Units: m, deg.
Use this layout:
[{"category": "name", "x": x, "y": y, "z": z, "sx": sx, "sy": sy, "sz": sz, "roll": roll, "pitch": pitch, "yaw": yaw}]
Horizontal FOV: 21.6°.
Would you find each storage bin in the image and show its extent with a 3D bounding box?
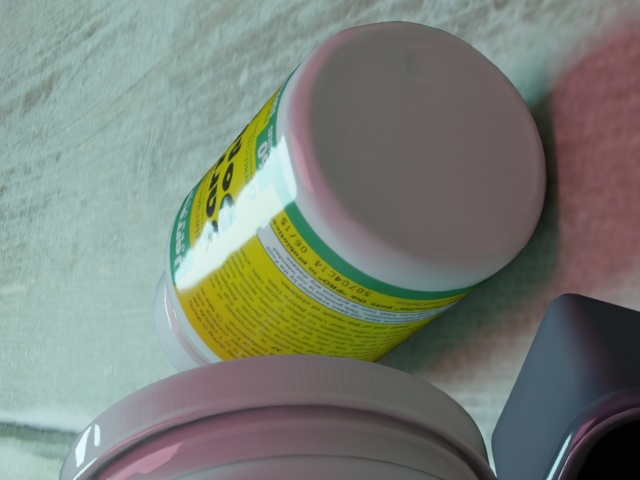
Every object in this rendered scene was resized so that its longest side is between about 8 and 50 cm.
[{"category": "storage bin", "x": 0.110, "y": 0.062, "z": 0.440, "sx": 0.091, "sy": 0.135, "sz": 0.098, "roll": -103, "pitch": 30, "yaw": -63}]

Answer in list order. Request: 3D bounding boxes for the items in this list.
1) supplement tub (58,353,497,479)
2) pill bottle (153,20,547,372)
[{"category": "supplement tub", "x": -0.005, "y": 0.196, "z": 0.563, "sx": 0.191, "sy": 0.191, "sz": 0.272, "roll": 122, "pitch": 151, "yaw": -43}, {"category": "pill bottle", "x": 0.000, "y": 0.000, "z": 0.743, "sx": 0.208, "sy": 0.117, "sz": 0.118, "roll": 137, "pitch": 138, "yaw": -57}]
